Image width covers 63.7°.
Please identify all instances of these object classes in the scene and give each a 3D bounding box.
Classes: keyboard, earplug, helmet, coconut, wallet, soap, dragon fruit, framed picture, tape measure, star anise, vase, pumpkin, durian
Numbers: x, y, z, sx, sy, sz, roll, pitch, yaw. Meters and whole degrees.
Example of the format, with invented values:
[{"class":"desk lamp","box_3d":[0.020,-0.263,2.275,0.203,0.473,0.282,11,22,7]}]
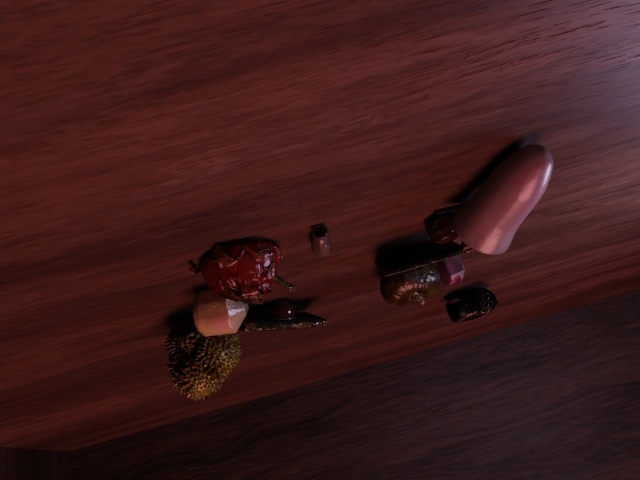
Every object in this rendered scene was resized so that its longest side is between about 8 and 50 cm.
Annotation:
[{"class":"keyboard","box_3d":[0.396,-0.087,1.483,0.154,0.010,0.053,-13,156,-7]},{"class":"earplug","box_3d":[0.481,-0.117,1.303,0.172,0.173,0.301,-5,145,-23]},{"class":"helmet","box_3d":[0.365,-0.027,1.503,0.123,0.071,0.098,0,159,-42]},{"class":"coconut","box_3d":[-0.289,0.206,1.521,0.152,0.147,0.147,-12,156,2]},{"class":"wallet","box_3d":[-0.153,0.284,1.814,0.316,0.044,0.169,0,-178,-29]},{"class":"soap","box_3d":[0.462,0.105,1.821,0.056,0.100,0.149,-15,156,-2]},{"class":"dragon fruit","box_3d":[-0.202,0.107,1.354,0.218,0.148,0.223,-29,152,28]},{"class":"helmet","box_3d":[-0.134,0.237,1.779,0.111,0.057,0.089,2,-170,-30]},{"class":"framed picture","box_3d":[0.309,0.055,1.608,0.265,0.018,0.192,-16,-173,0]},{"class":"tape measure","box_3d":[0.671,0.287,2.309,0.222,0.135,0.202,-27,164,28]},{"class":"star anise","box_3d":[0.442,-0.026,1.521,0.070,0.191,0.098,8,111,0]},{"class":"vase","box_3d":[0.000,0.000,1.373,0.053,0.053,0.101,-14,151,-5]},{"class":"pumpkin","box_3d":[0.309,0.153,1.760,0.218,0.163,0.219,-16,153,-8]},{"class":"durian","box_3d":[-0.379,0.359,1.668,0.291,0.291,0.224,-34,160,34]}]

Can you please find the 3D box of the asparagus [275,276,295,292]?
[{"class":"asparagus","box_3d":[-0.130,0.124,1.588,0.024,0.025,0.248,-35,153,4]}]
